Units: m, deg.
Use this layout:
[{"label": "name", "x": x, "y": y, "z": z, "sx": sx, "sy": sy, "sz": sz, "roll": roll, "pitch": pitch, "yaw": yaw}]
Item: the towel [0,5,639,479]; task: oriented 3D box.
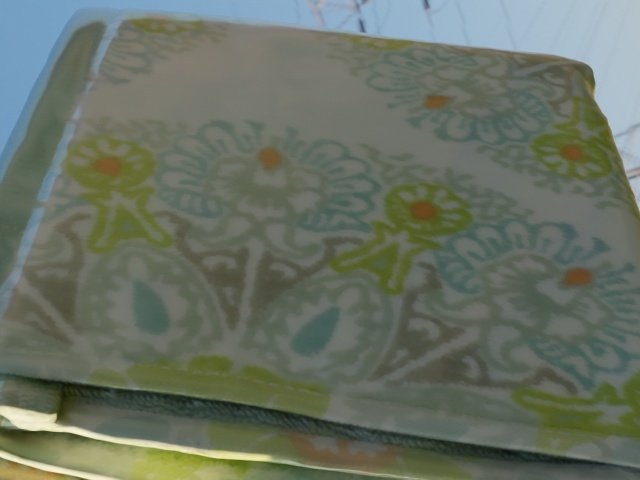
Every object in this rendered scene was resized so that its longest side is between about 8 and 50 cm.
[{"label": "towel", "x": 0.000, "y": 0.000, "z": 0.542, "sx": 0.374, "sy": 0.321, "sz": 0.090, "roll": -87, "pitch": 6, "yaw": -52}]
